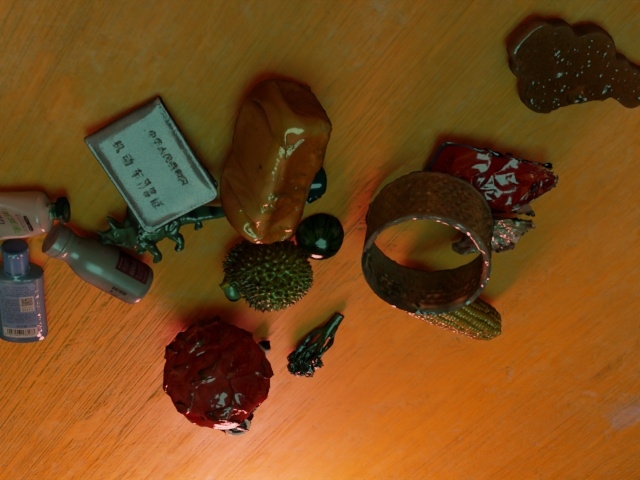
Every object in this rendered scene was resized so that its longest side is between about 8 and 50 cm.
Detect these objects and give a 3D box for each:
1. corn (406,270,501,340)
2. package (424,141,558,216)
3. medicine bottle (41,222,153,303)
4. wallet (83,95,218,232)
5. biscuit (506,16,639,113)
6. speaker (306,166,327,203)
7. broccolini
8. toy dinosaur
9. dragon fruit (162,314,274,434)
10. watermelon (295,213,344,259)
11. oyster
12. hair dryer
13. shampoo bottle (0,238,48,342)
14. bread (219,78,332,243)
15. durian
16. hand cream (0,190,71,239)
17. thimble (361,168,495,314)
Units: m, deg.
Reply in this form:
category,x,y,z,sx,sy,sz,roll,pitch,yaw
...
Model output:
category,x,y,z,sx,sy,sz,roll,pitch,yaw
corn,0.293,0.152,1.839,0.317,0.115,0.115,23,124,-29
package,0.337,-0.107,1.641,0.269,0.071,0.194,7,130,-16
medicine bottle,-0.443,0.044,1.612,0.090,0.090,0.216,-39,127,23
wallet,-0.304,-0.133,1.476,0.167,0.036,0.222,-27,118,5
biscuit,0.480,-0.313,1.501,0.319,0.047,0.183,6,133,-16
speaker,-0.028,-0.111,1.586,0.075,0.060,0.094,-4,168,-7
broccolini,-0.011,0.252,1.904,0.091,0.068,0.203,28,122,-8
toy dinosaur,-0.290,-0.022,1.583,0.292,0.079,0.120,-2,110,-7
dragon fruit,-0.230,0.295,1.786,0.252,0.241,0.241,23,125,-7
watermelon,0.000,0.000,1.678,0.105,0.062,0.105,-4,124,-6
oyster,0.370,-0.012,1.716,0.125,0.064,0.177,13,155,-25
hair dryer,-0.169,0.339,1.926,0.073,0.131,0.236,21,111,-24
shampoo bottle,-0.616,0.105,1.651,0.103,0.061,0.258,3,131,-12
bread,-0.090,-0.141,1.467,0.132,0.167,0.294,-7,136,-37
durian,-0.108,0.057,1.647,0.159,0.198,0.146,-45,140,-30
hand cream,-0.643,-0.041,1.522,0.336,0.076,0.121,-6,131,3
thimble,0.214,0.010,1.623,0.270,0.150,0.271,6,130,7
